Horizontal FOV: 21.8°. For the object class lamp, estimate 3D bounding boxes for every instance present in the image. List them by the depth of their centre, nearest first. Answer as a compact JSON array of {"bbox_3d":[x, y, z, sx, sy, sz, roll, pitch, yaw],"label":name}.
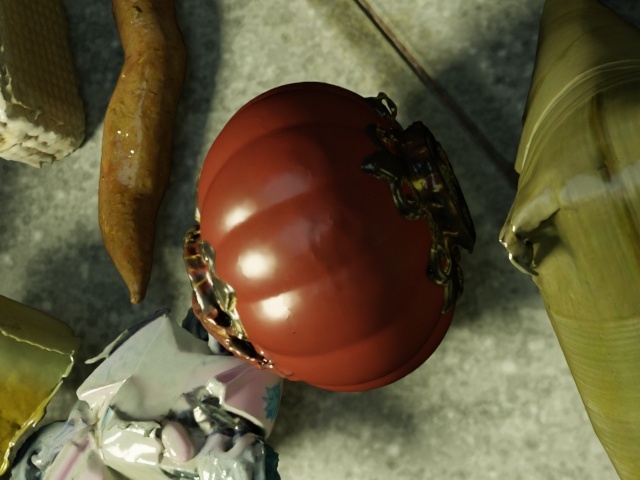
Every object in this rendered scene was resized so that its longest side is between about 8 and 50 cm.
[{"bbox_3d":[0.000,0.000,1.183,0.227,0.227,0.226,-4,79,22],"label":"lamp"}]

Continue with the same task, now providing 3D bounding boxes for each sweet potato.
[{"bbox_3d":[-0.146,-0.083,1.349,0.067,0.059,0.281,-4,78,35],"label":"sweet potato"}]

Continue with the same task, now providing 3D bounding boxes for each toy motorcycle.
[{"bbox_3d":[-0.110,0.153,1.236,0.239,0.108,0.204,-50,46,10],"label":"toy motorcycle"}]

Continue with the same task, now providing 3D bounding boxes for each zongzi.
[{"bbox_3d":[0.256,0.059,1.150,0.181,0.418,0.447,-19,114,10],"label":"zongzi"}]

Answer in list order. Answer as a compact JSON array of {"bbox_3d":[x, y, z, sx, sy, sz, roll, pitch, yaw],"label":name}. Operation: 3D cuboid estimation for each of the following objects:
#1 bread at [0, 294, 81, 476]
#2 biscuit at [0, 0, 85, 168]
[{"bbox_3d":[-0.320,0.109,1.290,0.158,0.261,0.156,36,139,57],"label":"bread"},{"bbox_3d":[-0.294,-0.273,1.402,0.078,0.144,0.426,-20,74,17],"label":"biscuit"}]
